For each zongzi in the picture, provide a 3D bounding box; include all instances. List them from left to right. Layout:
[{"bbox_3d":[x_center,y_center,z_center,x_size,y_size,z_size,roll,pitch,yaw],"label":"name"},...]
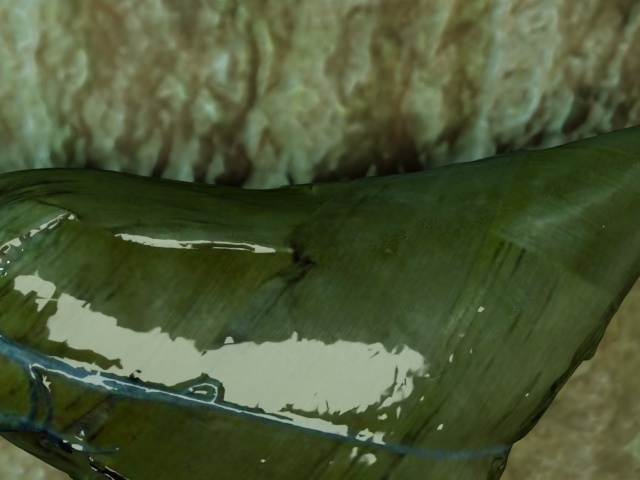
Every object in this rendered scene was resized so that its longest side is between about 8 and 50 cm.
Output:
[{"bbox_3d":[0.000,0.000,0.945,0.356,0.174,0.393,32,101,-20],"label":"zongzi"}]
